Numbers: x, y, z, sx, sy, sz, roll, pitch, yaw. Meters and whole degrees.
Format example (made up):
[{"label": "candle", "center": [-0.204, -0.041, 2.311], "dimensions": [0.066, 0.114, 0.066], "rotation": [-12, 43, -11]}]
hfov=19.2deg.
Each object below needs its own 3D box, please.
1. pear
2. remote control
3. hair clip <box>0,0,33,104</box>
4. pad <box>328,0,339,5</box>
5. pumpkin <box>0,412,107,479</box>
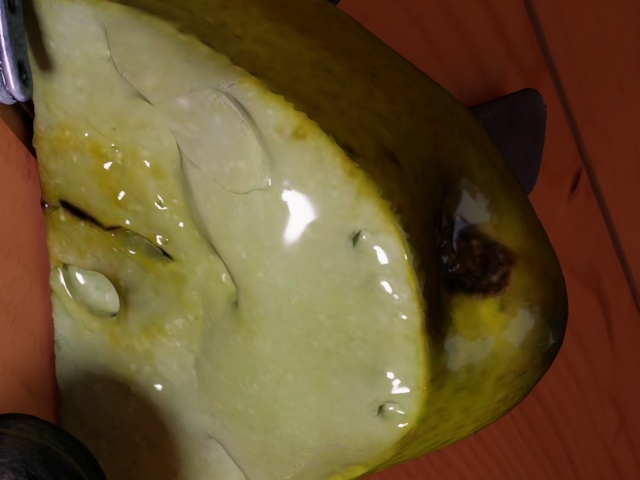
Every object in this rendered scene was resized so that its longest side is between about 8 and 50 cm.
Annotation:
[{"label": "pear", "center": [0.000, 0.000, 1.121], "dimensions": [0.238, 0.318, 0.342], "rotation": [-37, 137, -45]}, {"label": "remote control", "center": [0.095, -0.051, 1.575], "dimensions": [0.377, 0.044, 0.107], "rotation": [-24, 128, -58]}, {"label": "hair clip", "center": [-0.155, -0.207, 0.995], "dimensions": [0.048, 0.083, 0.275], "rotation": [-50, 155, -68]}, {"label": "pad", "center": [0.019, -0.296, 1.347], "dimensions": [0.170, 0.006, 0.245], "rotation": [-53, 145, -39]}, {"label": "pumpkin", "center": [-0.179, 0.179, 1.056], "dimensions": [0.167, 0.125, 0.167], "rotation": [25, 90, -86]}]
